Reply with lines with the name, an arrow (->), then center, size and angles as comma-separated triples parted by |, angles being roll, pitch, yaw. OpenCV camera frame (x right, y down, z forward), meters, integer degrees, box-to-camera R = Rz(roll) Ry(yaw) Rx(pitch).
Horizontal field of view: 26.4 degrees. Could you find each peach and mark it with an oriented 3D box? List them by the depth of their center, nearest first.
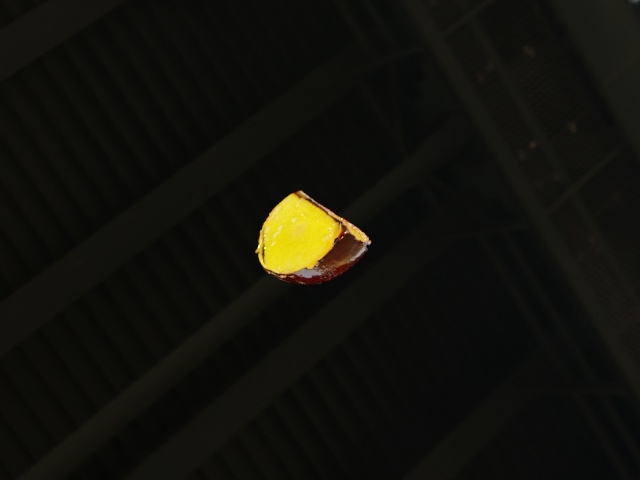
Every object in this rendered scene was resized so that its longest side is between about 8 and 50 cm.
peach -> 0.000, 0.000, 0.980 | 0.050, 0.083, 0.077 | 36, -132, -34
